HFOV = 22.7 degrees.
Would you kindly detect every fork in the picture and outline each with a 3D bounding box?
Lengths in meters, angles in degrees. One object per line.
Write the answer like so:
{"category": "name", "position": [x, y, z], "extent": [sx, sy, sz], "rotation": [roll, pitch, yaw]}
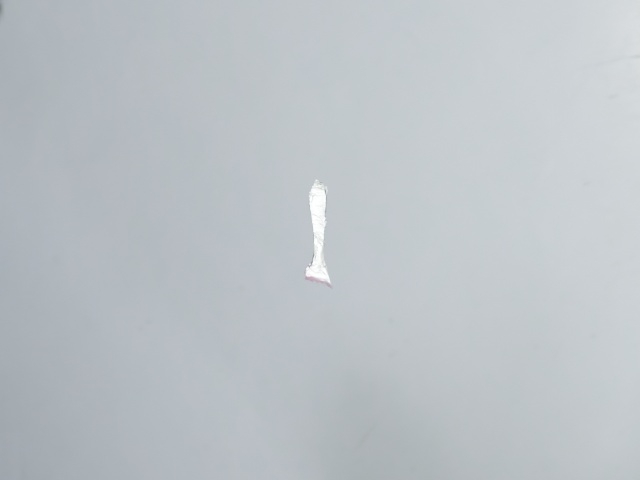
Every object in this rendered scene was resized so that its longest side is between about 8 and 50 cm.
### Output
{"category": "fork", "position": [-0.001, 0.001, 0.849], "extent": [0.016, 0.012, 0.115], "rotation": [12, 152, 7]}
